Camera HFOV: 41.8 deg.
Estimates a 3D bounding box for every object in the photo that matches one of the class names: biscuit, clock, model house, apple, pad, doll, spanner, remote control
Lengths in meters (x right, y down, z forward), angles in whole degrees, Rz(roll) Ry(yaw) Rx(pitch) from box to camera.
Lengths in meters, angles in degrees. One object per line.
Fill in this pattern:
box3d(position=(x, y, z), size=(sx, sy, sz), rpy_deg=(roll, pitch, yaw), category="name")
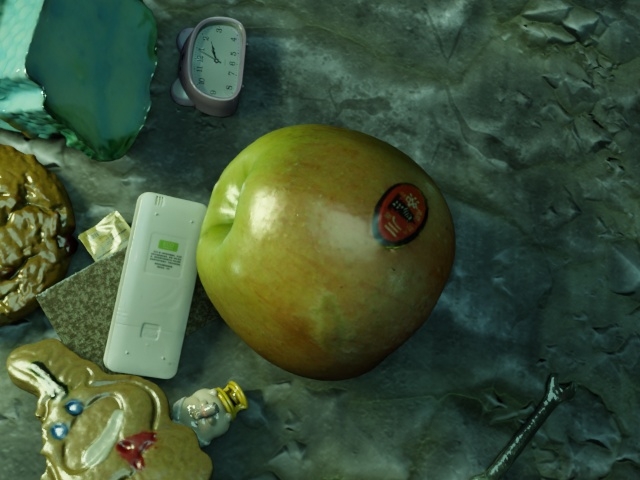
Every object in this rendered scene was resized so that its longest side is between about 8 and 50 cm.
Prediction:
box3d(position=(-0.483, -0.012, 1.137), size=(0.296, 0.075, 0.296), rpy_deg=(4, 74, -13), category="biscuit")
box3d(position=(-0.172, -0.274, 1.296), size=(0.110, 0.050, 0.153), rpy_deg=(7, 73, -11), category="clock")
box3d(position=(-0.399, -0.248, 1.187), size=(0.241, 0.226, 0.261), rpy_deg=(-2, 67, 25), category="model house")
box3d(position=(0.000, 0.000, 1.108), size=(0.305, 0.338, 0.338), rpy_deg=(34, 70, -12), category="apple")
box3d(position=(-0.252, 0.086, 1.170), size=(0.235, 0.003, 0.158), rpy_deg=(-31, 105, -19), category="pad")
box3d(position=(-0.160, 0.239, 1.135), size=(0.127, 0.084, 0.073), rpy_deg=(-28, 81, -26), category="doll")
box3d(position=(-0.281, 0.238, 1.058), size=(0.183, 0.047, 0.320), rpy_deg=(-33, 63, -27), category="biscuit")
box3d(position=(0.305, 0.298, 1.263), size=(0.054, 0.015, 0.254), rpy_deg=(44, 70, 4), category="spanner")
box3d(position=(-0.226, 0.063, 1.158), size=(0.103, 0.034, 0.250), rpy_deg=(12, 87, -23), category="remote control")

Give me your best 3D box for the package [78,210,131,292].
box3d(position=(-0.277, 0.030, 1.186), size=(0.071, 0.047, 0.131), rpy_deg=(-33, 85, -16), category="package")
